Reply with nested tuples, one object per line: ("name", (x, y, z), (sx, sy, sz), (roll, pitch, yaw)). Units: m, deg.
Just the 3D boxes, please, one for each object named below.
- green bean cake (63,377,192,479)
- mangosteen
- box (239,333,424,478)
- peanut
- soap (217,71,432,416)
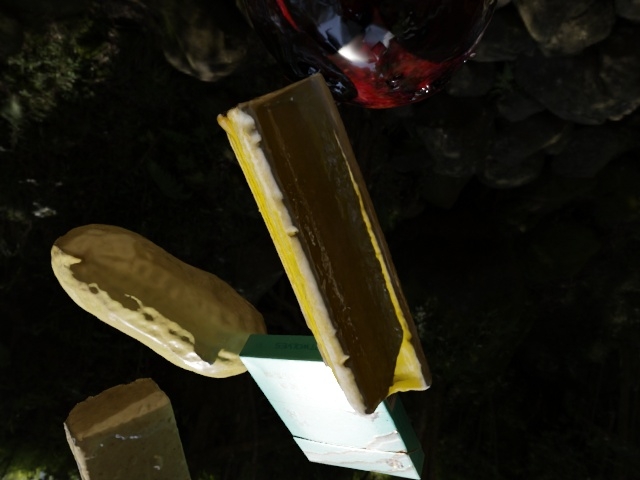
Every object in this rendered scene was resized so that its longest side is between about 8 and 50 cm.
("green bean cake", (-0.226, 0.267, 0.592), (0.109, 0.179, 0.085), (-22, -158, -34))
("mangosteen", (0.078, -0.397, 0.714), (0.381, 0.421, 0.381), (19, 155, 9))
("box", (0.021, 0.204, 0.595), (0.162, 0.229, 0.041), (-4, -142, 28))
("peanut", (-0.220, 0.087, 0.692), (0.319, 0.147, 0.147), (33, 176, -16))
("soap", (0.000, 0.000, 0.382), (0.073, 0.232, 0.140), (-23, -164, -5))
